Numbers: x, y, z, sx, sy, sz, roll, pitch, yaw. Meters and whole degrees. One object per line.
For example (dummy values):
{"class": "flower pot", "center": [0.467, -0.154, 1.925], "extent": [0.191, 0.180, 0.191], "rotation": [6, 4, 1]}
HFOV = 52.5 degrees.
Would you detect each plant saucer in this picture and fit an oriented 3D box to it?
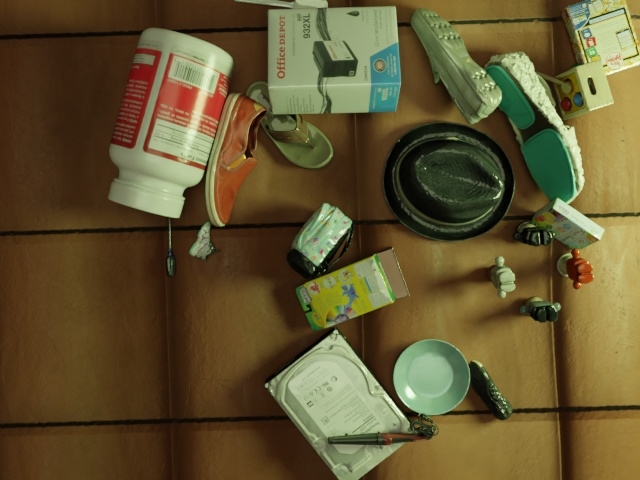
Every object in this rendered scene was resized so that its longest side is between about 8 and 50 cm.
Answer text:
{"class": "plant saucer", "center": [0.281, 0.346, 1.657], "extent": [0.195, 0.037, 0.194], "rotation": [0, 91, 0]}

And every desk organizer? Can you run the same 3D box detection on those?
{"class": "desk organizer", "center": [0.180, 0.085, 1.643], "extent": [0.050, 0.047, 0.130], "rotation": [-19, 92, 3]}

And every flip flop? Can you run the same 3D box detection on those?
{"class": "flip flop", "center": [-0.083, -0.288, 1.613], "extent": [0.112, 0.080, 0.277], "rotation": [-41, 91, 2]}

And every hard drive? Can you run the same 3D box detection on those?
{"class": "hard drive", "center": [0.051, 0.422, 1.649], "extent": [0.237, 0.064, 0.339], "rotation": [-37, 92, 2]}

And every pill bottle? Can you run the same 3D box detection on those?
{"class": "pill bottle", "center": [-0.365, -0.270, 1.542], "extent": [0.229, 0.229, 0.407], "rotation": [17, 92, 0]}

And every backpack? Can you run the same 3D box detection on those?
{"class": "backpack", "center": [0.000, 0.000, 1.595], "extent": [0.115, 0.152, 0.182], "rotation": [40, 80, -10]}

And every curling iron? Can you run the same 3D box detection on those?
{"class": "curling iron", "center": [0.154, 0.476, 1.601], "extent": [0.274, 0.035, 0.068], "rotation": [-8, 89, -1]}

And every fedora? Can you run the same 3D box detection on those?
{"class": "fedora", "center": [0.323, -0.145, 1.581], "extent": [0.334, 0.152, 0.333], "rotation": [0, 92, 1]}

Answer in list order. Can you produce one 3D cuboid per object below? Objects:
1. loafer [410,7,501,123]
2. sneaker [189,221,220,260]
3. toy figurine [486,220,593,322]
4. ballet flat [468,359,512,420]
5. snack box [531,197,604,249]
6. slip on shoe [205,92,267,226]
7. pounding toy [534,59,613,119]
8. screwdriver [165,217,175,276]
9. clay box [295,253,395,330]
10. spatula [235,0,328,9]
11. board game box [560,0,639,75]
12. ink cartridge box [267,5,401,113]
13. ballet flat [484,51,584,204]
{"class": "loafer", "center": [0.313, -0.430, 1.592], "extent": [0.111, 0.112, 0.319], "rotation": [-44, 72, 44]}
{"class": "sneaker", "center": [-0.283, 0.006, 1.649], "extent": [0.069, 0.038, 0.098], "rotation": [27, 101, -2]}
{"class": "toy figurine", "center": [0.533, 0.078, 1.599], "extent": [0.213, 0.148, 0.209], "rotation": [36, 98, -3]}
{"class": "ballet flat", "center": [0.431, 0.381, 1.661], "extent": [0.057, 0.049, 0.173], "rotation": [-31, 91, 44]}
{"class": "snack box", "center": [0.612, -0.037, 1.608], "extent": [0.141, 0.100, 0.037], "rotation": [34, 68, -2]}
{"class": "slip on shoe", "center": [-0.208, -0.190, 1.586], "extent": [0.101, 0.123, 0.331], "rotation": [15, 97, 7]}
{"class": "pounding toy", "center": [0.619, -0.376, 1.593], "extent": [0.100, 0.130, 0.141], "rotation": [-18, 92, -11]}
{"class": "screwdriver", "center": [-0.388, 0.008, 1.659], "extent": [0.025, 0.024, 0.169], "rotation": [-8, 85, 29]}
{"class": "clay box", "center": [0.060, 0.132, 1.626], "extent": [0.222, 0.053, 0.127], "rotation": [-22, 92, 17]}
{"class": "spatula", "center": [-0.095, -0.653, 1.631], "extent": [0.242, 0.019, 0.168], "rotation": [8, 93, 0]}
{"class": "board game box", "center": [0.704, -0.509, 1.620], "extent": [0.147, 0.045, 0.193], "rotation": [-18, 92, 1]}
{"class": "ink cartridge box", "center": [0.029, -0.431, 1.554], "extent": [0.308, 0.129, 0.223], "rotation": [-1, 72, 1]}
{"class": "ballet flat", "center": [0.550, -0.290, 1.593], "extent": [0.147, 0.147, 0.408], "rotation": [-29, 92, 1]}
